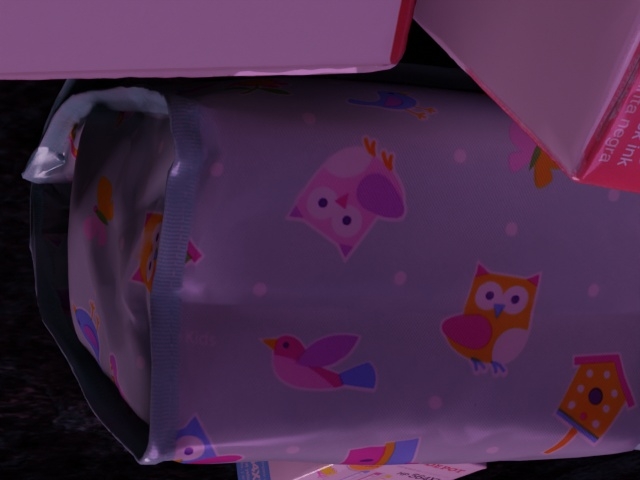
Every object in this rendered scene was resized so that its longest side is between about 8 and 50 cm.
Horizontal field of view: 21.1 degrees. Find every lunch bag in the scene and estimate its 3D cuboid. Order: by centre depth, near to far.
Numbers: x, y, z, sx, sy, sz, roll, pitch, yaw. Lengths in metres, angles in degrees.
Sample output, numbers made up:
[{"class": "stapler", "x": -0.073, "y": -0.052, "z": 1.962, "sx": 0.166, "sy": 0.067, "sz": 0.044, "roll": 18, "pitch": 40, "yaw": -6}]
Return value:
[{"class": "lunch bag", "x": 0.000, "y": 0.000, "z": 0.729, "sx": 0.223, "sy": 0.160, "sz": 0.262, "roll": 2, "pitch": -174, "yaw": -19}]

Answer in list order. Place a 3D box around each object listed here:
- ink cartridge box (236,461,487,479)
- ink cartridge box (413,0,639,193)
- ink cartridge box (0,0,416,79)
[{"class": "ink cartridge box", "x": 0.028, "y": 0.104, "z": 1.039, "sx": 0.143, "sy": 0.090, "sz": 0.092, "roll": -27, "pitch": 148, "yaw": 37}, {"class": "ink cartridge box", "x": 0.154, "y": -0.077, "z": 0.592, "sx": 0.217, "sy": 0.158, "sz": 0.092, "roll": 7, "pitch": 118, "yaw": -27}, {"class": "ink cartridge box", "x": -0.042, "y": -0.145, "z": 0.398, "sx": 0.127, "sy": 0.176, "sz": 0.128, "roll": -2, "pitch": 154, "yaw": -4}]
